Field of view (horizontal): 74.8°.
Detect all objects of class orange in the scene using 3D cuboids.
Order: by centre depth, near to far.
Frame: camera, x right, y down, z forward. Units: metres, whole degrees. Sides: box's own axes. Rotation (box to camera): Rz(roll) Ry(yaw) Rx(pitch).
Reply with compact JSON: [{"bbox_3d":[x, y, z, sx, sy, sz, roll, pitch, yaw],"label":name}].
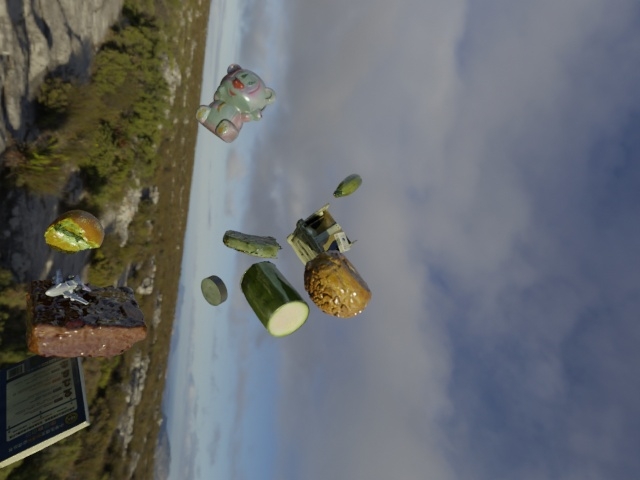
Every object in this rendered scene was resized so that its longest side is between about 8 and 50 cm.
[{"bbox_3d":[-1.006,-0.038,1.738,0.238,0.179,0.158,-17,-139,29],"label":"orange"}]

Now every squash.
[{"bbox_3d":[0.146,-0.278,2.129,0.341,0.095,0.094,-43,150,-59],"label":"squash"},{"bbox_3d":[-0.263,0.318,2.315,0.384,0.263,0.262,44,-49,42],"label":"squash"}]

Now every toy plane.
[{"bbox_3d":[-0.877,0.161,1.451,0.066,0.162,0.171,-43,178,2],"label":"toy plane"}]

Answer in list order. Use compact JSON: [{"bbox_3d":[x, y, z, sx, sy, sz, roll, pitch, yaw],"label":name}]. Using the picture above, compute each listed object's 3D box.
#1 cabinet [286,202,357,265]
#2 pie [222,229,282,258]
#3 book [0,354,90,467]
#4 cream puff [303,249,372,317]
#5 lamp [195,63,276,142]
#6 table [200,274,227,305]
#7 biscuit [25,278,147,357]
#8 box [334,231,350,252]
[{"bbox_3d":[0.000,0.000,2.366,0.289,0.228,0.318,54,-23,5],"label":"cabinet"},{"bbox_3d":[-0.331,0.013,2.051,0.371,0.297,0.078,-113,-143,-82],"label":"pie"},{"bbox_3d":[-1.080,0.605,1.624,0.428,0.300,0.039,50,-26,42],"label":"book"},{"bbox_3d":[0.064,0.204,1.878,0.231,0.327,0.343,-42,178,9],"label":"cream puff"},{"bbox_3d":[-0.345,-0.556,1.751,0.301,0.247,0.247,-53,169,-1],"label":"lamp"},{"bbox_3d":[-0.472,0.222,1.857,0.134,0.043,0.133,16,-64,34],"label":"table"},{"bbox_3d":[-0.910,0.302,1.618,0.343,0.395,0.166,35,-73,49],"label":"biscuit"},{"bbox_3d":[0.094,0.007,1.798,0.024,0.054,0.083,-24,-97,37],"label":"box"}]
